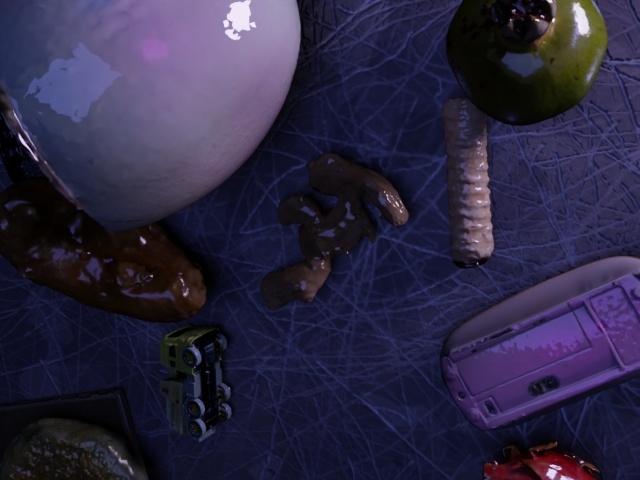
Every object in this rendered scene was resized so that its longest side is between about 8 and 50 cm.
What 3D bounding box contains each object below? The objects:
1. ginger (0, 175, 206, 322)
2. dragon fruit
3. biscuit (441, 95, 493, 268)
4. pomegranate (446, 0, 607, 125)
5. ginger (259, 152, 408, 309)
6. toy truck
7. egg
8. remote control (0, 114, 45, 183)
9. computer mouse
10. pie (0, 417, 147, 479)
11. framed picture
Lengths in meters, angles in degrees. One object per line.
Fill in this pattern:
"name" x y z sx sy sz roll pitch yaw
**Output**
"ginger" -0.310 0.014 1.199 0.321 0.172 0.165 25 89 -9
"dragon fruit" 0.289 0.331 1.088 0.166 0.133 0.136 14 64 14
"biscuit" 0.189 -0.073 1.064 0.061 0.055 0.219 1 103 34
"pomegranate" 0.237 -0.217 0.938 0.179 0.210 0.179 -2 106 -6
"ginger" -0.007 -0.014 1.145 0.259 0.065 0.149 -43 74 27
"toy truck" -0.195 0.209 1.248 0.100 0.077 0.168 7 108 31
"egg" -0.190 -0.230 1.017 0.340 0.354 0.354 -30 92 2
"remote control" -0.442 -0.262 1.229 0.145 0.062 0.398 -12 98 20
"computer mouse" 0.303 0.133 1.063 0.310 0.072 0.158 -29 93 22
"pie" -0.388 0.407 1.341 0.277 0.078 0.276 3 104 13
"framed picture" -0.423 0.360 1.387 0.289 0.016 0.213 -11 98 20
